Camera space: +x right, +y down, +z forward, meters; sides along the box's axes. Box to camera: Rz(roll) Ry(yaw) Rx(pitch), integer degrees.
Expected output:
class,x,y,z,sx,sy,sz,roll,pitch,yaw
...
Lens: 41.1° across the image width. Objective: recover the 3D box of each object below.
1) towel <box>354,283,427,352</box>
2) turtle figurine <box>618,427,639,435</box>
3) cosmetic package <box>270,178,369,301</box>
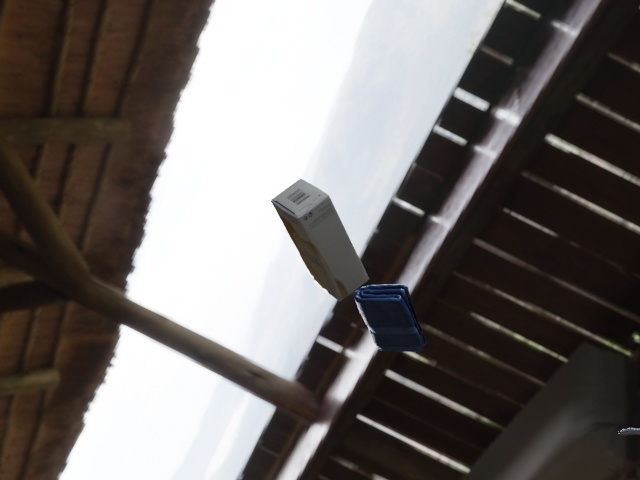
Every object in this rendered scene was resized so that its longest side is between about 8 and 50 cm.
class,x,y,z,sx,sy,sz,roll,pitch,yaw
towel,0.086,0.096,1.040,0.119,0.067,0.029,64,-148,-47
turtle figurine,0.267,0.180,0.504,0.234,0.118,0.175,4,79,53
cosmetic package,0.000,0.000,0.858,0.041,0.115,0.060,-37,34,-14
